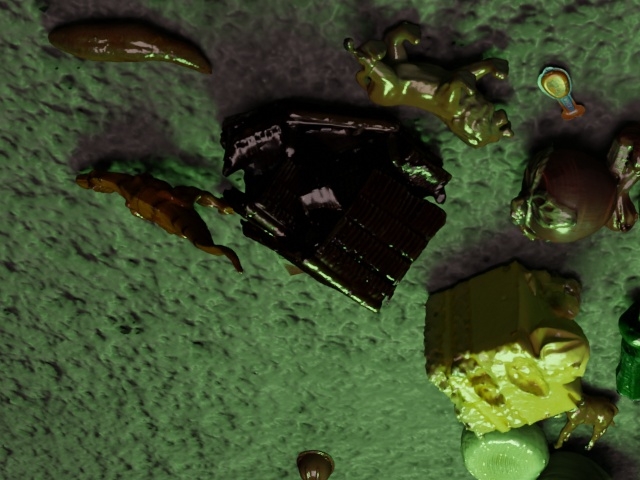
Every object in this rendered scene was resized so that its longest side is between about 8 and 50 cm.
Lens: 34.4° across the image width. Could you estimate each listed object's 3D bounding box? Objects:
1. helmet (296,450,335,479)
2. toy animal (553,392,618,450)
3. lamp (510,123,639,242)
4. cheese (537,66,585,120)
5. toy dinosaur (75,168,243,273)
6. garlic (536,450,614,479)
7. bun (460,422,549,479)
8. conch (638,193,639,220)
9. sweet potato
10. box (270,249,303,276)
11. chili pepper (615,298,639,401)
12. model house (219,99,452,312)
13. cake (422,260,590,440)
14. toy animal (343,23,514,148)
[{"bbox_3d":[-0.011,0.539,2.390,0.089,0.057,0.111,-6,134,8],"label":"helmet"},{"bbox_3d":[0.503,0.338,2.126,0.224,0.066,0.230,-1,129,1],"label":"toy animal"},{"bbox_3d":[0.414,-0.090,1.662,0.223,0.151,0.215,-18,141,-28],"label":"lamp"},{"bbox_3d":[0.373,-0.228,1.601,0.047,0.017,0.111,-21,130,28],"label":"cheese"},{"bbox_3d":[-0.219,-0.044,1.726,0.432,0.097,0.208,22,-172,34],"label":"toy dinosaur"},{"bbox_3d":[0.538,0.622,2.243,0.259,0.317,0.317,-30,125,35],"label":"garlic"},{"bbox_3d":[0.393,0.434,2.198,0.195,0.118,0.195,7,130,8],"label":"bun"},{"bbox_3d":[0.648,-0.061,1.622,0.249,0.197,0.368,21,133,8],"label":"conch"},{"bbox_3d":[-0.290,-0.296,1.573,0.255,0.058,0.078,8,152,-5],"label":"sweet potato"},{"bbox_3d":[0.000,0.000,1.856,0.177,0.036,0.115,-14,132,18],"label":"box"},{"bbox_3d":[0.621,0.200,1.953,0.136,0.099,0.270,-1,140,19],"label":"chili pepper"},{"bbox_3d":[0.015,-0.062,1.616,0.297,0.283,0.317,-30,126,31],"label":"model house"},{"bbox_3d":[0.359,0.190,1.877,0.286,0.227,0.222,-25,127,28],"label":"cake"},{"bbox_3d":[0.165,-0.227,1.573,0.312,0.097,0.157,17,141,-9],"label":"toy animal"}]
